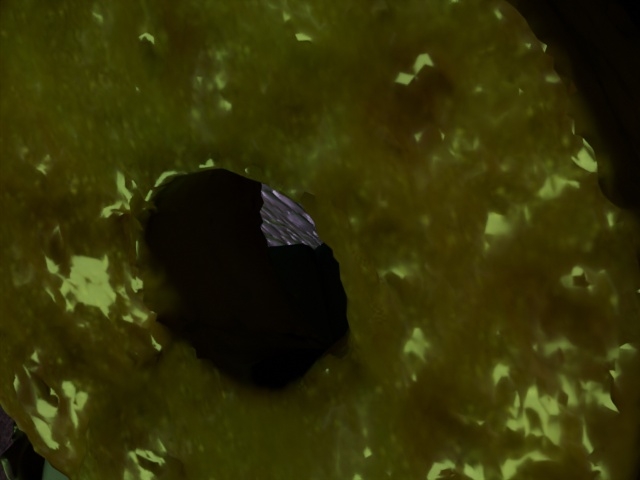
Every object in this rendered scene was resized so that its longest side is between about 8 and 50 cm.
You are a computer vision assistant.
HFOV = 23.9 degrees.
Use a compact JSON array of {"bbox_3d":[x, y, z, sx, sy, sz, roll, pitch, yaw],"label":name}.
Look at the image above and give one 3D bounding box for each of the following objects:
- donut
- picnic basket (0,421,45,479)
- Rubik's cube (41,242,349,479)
[{"bbox_3d":[0.000,0.000,0.520,0.303,0.110,0.303,13,111,39],"label":"donut"},{"bbox_3d":[-0.189,0.236,1.625,0.291,0.254,0.321,32,175,19],"label":"picnic basket"},{"bbox_3d":[0.046,0.181,0.763,0.387,0.368,0.358,-18,173,40],"label":"Rubik's cube"}]
